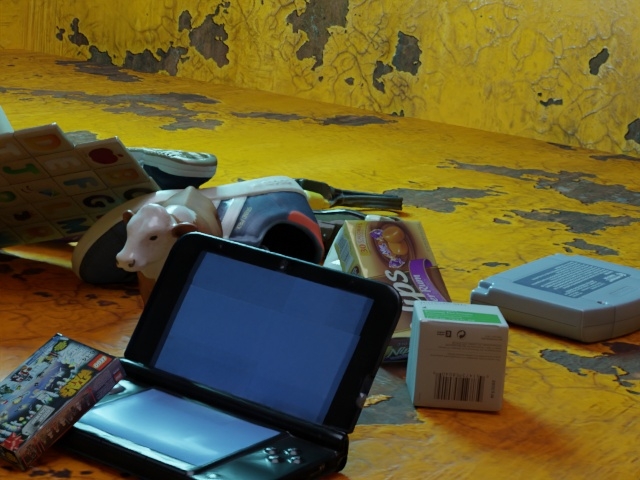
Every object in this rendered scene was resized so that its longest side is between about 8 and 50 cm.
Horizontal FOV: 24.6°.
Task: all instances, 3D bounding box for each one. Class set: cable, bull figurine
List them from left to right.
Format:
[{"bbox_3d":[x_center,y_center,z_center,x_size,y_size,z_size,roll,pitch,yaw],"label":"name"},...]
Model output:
[{"bbox_3d":[-0.170,0.030,1.716,0.101,0.188,0.310,6,13,5],"label":"bull figurine"},{"bbox_3d":[0.010,-0.059,2.538,0.287,0.072,0.139,10,-10,-41],"label":"cable"}]

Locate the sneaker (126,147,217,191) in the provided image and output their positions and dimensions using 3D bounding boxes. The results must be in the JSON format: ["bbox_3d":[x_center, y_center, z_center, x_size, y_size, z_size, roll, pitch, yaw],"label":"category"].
[{"bbox_3d":[-0.232,-0.053,2.081,0.099,0.153,0.282,3,2,-32],"label":"sneaker"}]

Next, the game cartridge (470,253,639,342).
[{"bbox_3d":[0.360,0.078,2.040,0.196,0.060,0.294,10,13,33],"label":"game cartridge"}]

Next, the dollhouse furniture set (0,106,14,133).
[{"bbox_3d":[-0.555,-0.138,2.066,0.212,0.161,0.242,-22,9,31],"label":"dollhouse furniture set"}]

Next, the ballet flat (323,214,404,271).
[{"bbox_3d":[0.063,0.031,1.952,0.116,0.124,0.342,7,13,16],"label":"ballet flat"}]

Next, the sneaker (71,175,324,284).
[{"bbox_3d":[-0.152,0.016,1.964,0.350,0.131,0.148,-16,55,-23],"label":"sneaker"}]

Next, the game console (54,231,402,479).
[{"bbox_3d":[-0.110,0.114,1.416,0.293,0.173,0.250,14,15,33],"label":"game console"}]

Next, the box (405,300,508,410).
[{"bbox_3d":[0.151,0.127,1.627,0.101,0.102,0.087,4,11,-2],"label":"box"}]

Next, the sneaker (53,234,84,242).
[{"bbox_3d":[-0.433,-0.038,2.132,0.236,0.095,0.104,7,17,32],"label":"sneaker"}]

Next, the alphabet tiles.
[{"bbox_3d":[-0.394,-0.064,1.927,0.342,0.011,0.285,-10,-27,11],"label":"alphabet tiles"}]

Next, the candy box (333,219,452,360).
[{"bbox_3d":[0.094,0.060,1.799,0.109,0.053,0.187,1,48,-22],"label":"candy box"}]

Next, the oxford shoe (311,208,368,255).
[{"bbox_3d":[0.000,0.000,2.207,0.227,0.083,0.096,10,36,9],"label":"oxford shoe"}]

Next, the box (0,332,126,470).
[{"bbox_3d":[-0.263,0.149,1.380,0.094,0.027,0.137,16,47,38],"label":"box"}]
